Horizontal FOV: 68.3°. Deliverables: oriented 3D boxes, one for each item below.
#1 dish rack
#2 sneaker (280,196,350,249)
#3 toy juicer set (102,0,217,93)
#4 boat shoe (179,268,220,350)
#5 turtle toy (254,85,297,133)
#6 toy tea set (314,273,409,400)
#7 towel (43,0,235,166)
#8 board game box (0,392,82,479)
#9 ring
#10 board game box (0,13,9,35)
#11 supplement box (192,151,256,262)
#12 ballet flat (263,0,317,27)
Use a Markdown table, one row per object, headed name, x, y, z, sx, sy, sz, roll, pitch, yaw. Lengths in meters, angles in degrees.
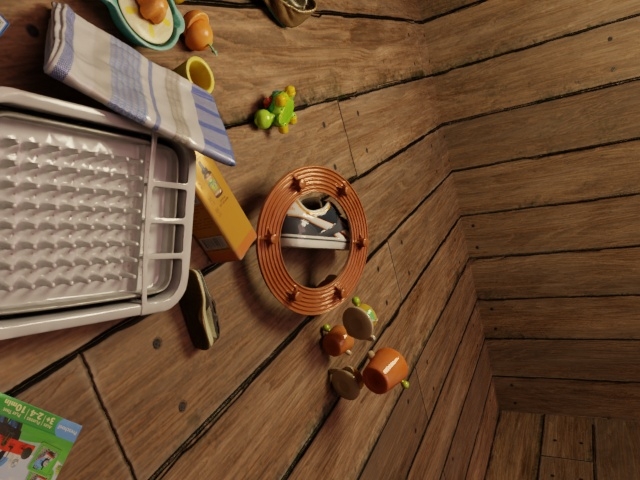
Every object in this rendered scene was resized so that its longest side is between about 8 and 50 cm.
| name | x | y | z | sx | sy | sz | roll | pitch | yaw |
| --- | --- | --- | --- | --- | --- | --- | --- | --- | --- |
| dish rack | -0.317 | -0.032 | 0.639 | 0.333 | 0.072 | 0.286 | -2 | 99 | -61 |
| sneaker | 0.011 | -0.037 | 1.173 | 0.321 | 0.126 | 0.128 | 8 | 83 | -57 |
| toy juicer set | -0.286 | -0.414 | 0.792 | 0.329 | 0.089 | 0.209 | 39 | 52 | -49 |
| boat shoe | -0.215 | 0.119 | 0.847 | 0.049 | 0.056 | 0.152 | -34 | 123 | -61 |
| turtle toy | -0.104 | -0.299 | 1.090 | 0.130 | 0.066 | 0.095 | -58 | 155 | -43 |
| toy tea set | 0.100 | 0.241 | 1.202 | 0.124 | 0.200 | 0.336 | -26 | 101 | -49 |
| towel | -0.260 | -0.229 | 0.706 | 0.285 | 0.034 | 0.209 | 25 | 28 | -41 |
| board game box | -0.392 | 0.287 | 0.529 | 0.160 | 0.039 | 0.212 | 52 | 44 | -42 |
| ring | 0.000 | 0.000 | 1.056 | 0.336 | 0.032 | 0.337 | -3 | 94 | -43 |
| board game box | -0.444 | -0.266 | 0.475 | 0.210 | 0.047 | 0.160 | 62 | 22 | -50 |
| supplement box | -0.211 | -0.070 | 0.862 | 0.233 | 0.080 | 0.078 | 65 | 35 | -30 |
| ballet flat | -0.118 | -0.607 | 1.072 | 0.342 | 0.124 | 0.116 | 21 | 66 | -56 |
